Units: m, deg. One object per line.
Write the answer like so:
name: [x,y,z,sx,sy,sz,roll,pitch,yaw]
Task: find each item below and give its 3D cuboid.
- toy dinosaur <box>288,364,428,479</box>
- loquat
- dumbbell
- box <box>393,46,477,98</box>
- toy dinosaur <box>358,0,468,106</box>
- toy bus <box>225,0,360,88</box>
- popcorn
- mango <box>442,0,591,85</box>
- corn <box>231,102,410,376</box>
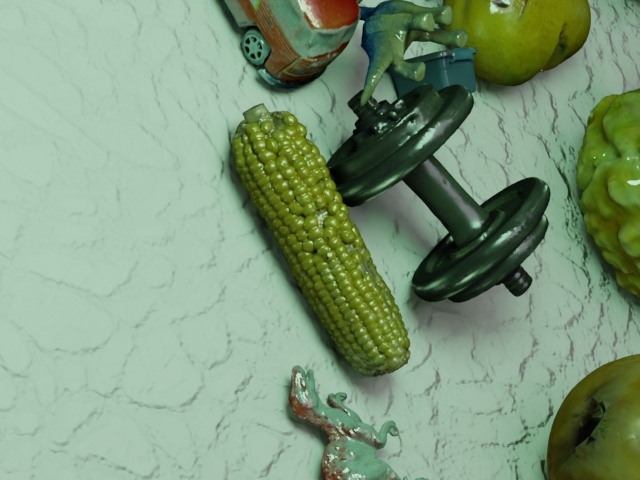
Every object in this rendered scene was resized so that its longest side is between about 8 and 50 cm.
toy dinosaur: [0.033,0.258,1.810,0.167,0.053,0.242,23,56,-30]
loquat: [0.382,0.250,1.969,0.263,0.263,0.263,19,57,-33]
dumbbell: [0.134,-0.052,1.959,0.290,0.192,0.192,49,46,-10]
box: [0.134,-0.192,2.098,0.074,0.099,0.054,-9,90,-44]
toy dinosaur: [0.050,-0.225,1.987,0.248,0.188,0.075,-47,133,-44]
toy bus: [-0.056,-0.305,1.968,0.121,0.120,0.265,-27,87,-44]
popcorn: [0.451,-0.077,2.211,0.279,0.274,0.335,-39,88,-17]
mango: [0.254,-0.280,2.219,0.262,0.130,0.167,-19,103,-50]
corn: [0.000,0.000,1.885,0.097,0.097,0.320,-29,91,-45]
